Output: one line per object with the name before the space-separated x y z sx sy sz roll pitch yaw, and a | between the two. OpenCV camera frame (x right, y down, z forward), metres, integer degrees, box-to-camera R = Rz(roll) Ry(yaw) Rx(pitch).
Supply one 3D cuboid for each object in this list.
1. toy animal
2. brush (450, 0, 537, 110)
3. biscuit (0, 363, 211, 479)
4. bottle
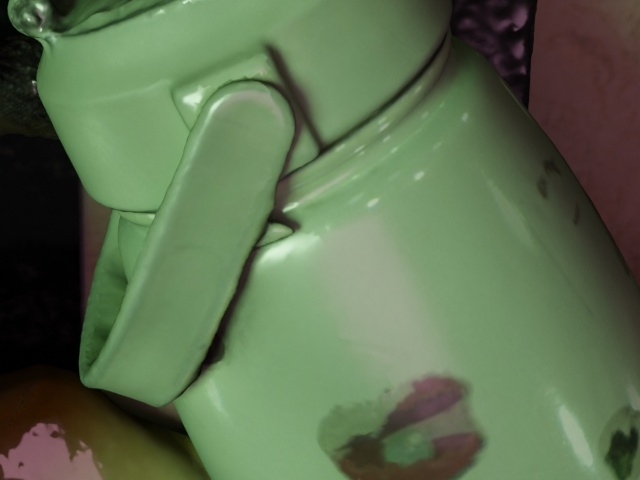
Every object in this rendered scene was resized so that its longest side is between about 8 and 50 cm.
toy animal | -0.128 -0.068 0.853 0.202 0.070 0.105 -14 159 -13
brush | 0.040 -0.087 0.881 0.123 0.059 0.197 -2 115 -8
biscuit | -0.057 0.176 0.970 0.236 0.062 0.291 -17 112 -1
bottle | 0.000 0.000 0.770 0.229 0.229 0.352 -29 116 2
